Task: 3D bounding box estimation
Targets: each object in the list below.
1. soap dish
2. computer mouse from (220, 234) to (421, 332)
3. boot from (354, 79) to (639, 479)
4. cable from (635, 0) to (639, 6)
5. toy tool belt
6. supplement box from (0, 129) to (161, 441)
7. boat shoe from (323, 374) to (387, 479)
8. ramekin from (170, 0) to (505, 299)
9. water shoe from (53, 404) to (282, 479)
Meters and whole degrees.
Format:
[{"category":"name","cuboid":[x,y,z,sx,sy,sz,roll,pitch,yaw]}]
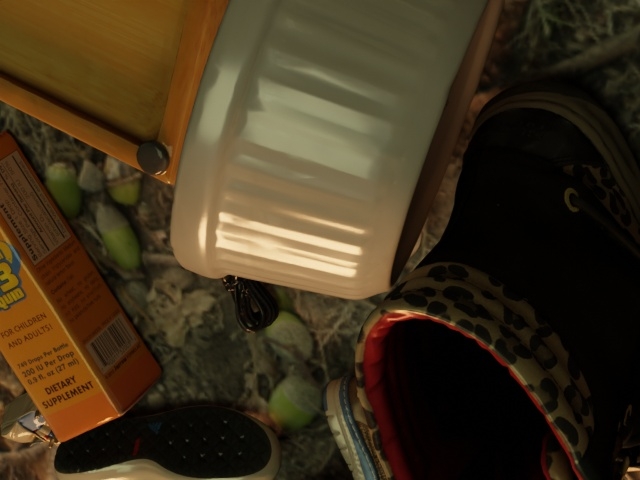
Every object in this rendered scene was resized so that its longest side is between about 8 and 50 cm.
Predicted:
[{"category":"soap dish","cuboid":[-0.157,-0.182,1.082,0.291,0.118,0.229,27,123,16]},{"category":"computer mouse","cuboid":[0.000,0.000,1.152,0.193,0.042,0.106,-16,102,37]},{"category":"boot","cuboid":[0.168,0.114,0.977,0.138,0.284,0.377,-19,107,31]},{"category":"cable","cuboid":[0.271,-0.220,0.882,0.257,0.089,0.257,42,126,2]},{"category":"toy tool belt","cuboid":[-0.224,0.145,1.333,0.051,0.052,0.083,33,135,-31]},{"category":"supplement box","cuboid":[-0.225,0.036,1.255,0.078,0.080,0.233,-26,99,31]},{"category":"boat shoe","cuboid":[0.067,0.179,1.194,0.066,0.066,0.183,-19,109,23]},{"category":"ramekin","cuboid":[0.021,-0.090,0.965,0.127,0.273,0.273,20,122,7]},{"category":"water shoe","cuboid":[-0.114,0.181,1.293,0.203,0.073,0.080,-2,141,25]}]
